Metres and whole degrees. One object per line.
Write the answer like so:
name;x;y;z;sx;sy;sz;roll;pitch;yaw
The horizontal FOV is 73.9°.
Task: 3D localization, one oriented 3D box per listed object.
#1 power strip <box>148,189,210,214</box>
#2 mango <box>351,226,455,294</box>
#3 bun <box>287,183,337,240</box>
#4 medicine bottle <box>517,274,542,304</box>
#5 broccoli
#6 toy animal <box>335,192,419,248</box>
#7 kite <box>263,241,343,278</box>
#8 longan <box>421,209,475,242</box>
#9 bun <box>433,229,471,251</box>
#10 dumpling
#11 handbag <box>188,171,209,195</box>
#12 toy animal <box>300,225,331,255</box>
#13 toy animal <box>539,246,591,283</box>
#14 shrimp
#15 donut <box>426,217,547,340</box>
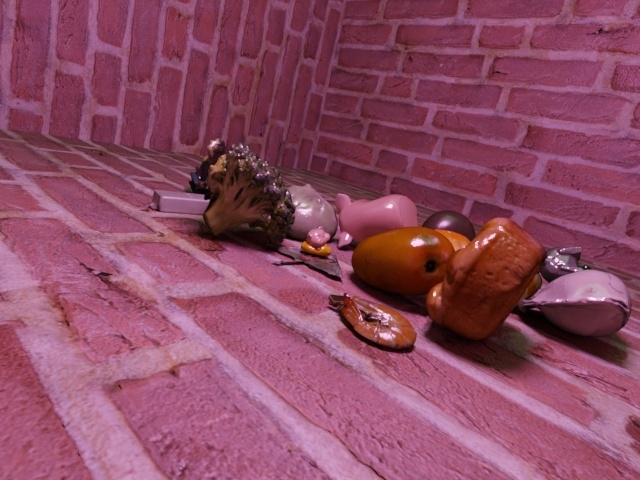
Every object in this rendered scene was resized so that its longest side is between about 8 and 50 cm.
power strip;-0.428;-0.129;1.506;0.338;0.058;0.098;3;17;-38
mango;0.205;0.050;1.125;0.211;0.173;0.317;-13;8;-33
bun;-0.063;-0.110;1.524;0.283;0.179;0.283;14;16;-4
medicine bottle;0.592;0.130;1.294;0.124;0.124;0.239;23;15;36
broccoli;-0.217;-0.144;1.268;0.272;0.324;0.334;-11;16;-25
toy animal;0.200;-0.074;1.496;0.256;0.195;0.213;-13;-17;24
kite;-0.038;0.054;1.242;0.323;0.013;0.267;20;14;35
longan;0.511;-0.028;1.712;0.220;0.197;0.196;11;14;-4
bun;0.388;0.049;1.349;0.299;0.165;0.299;12;12;-3
dumpling;0.685;0.169;1.156;0.260;0.181;0.341;-6;15;30
handbag;-0.400;-0.222;1.775;0.268;0.100;0.274;-5;23;-23
toy animal;0.000;0.000;1.305;0.091;0.082;0.114;19;12;22
toy animal;0.759;0.113;1.340;0.127;0.125;0.251;37;-12;37
shrimp;0.097;0.159;0.876;0.217;0.051;0.115;26;21;35
donut;0.370;0.087;0.943;0.150;0.299;0.317;37;48;28
